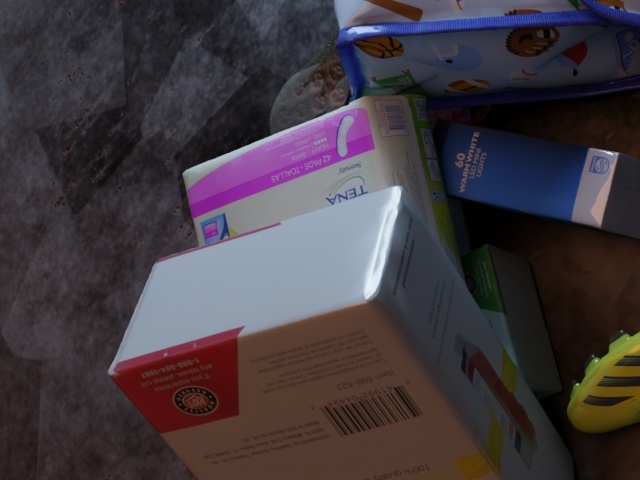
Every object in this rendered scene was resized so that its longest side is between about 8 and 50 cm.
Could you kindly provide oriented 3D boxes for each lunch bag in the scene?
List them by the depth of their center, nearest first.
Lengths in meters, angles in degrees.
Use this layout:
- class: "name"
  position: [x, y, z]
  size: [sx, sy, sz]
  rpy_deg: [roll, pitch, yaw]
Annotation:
- class: "lunch bag"
  position: [0.205, -0.317, 1.592]
  size: [0.385, 0.239, 0.327]
  rpy_deg: [-2, 73, 5]

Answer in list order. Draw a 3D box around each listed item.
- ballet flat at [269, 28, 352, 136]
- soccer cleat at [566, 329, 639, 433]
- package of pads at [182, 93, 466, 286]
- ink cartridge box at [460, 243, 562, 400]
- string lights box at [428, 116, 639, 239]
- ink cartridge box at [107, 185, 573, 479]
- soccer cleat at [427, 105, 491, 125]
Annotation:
- class: "ballet flat"
  position: [0.027, -0.204, 1.851]
  size: [0.084, 0.058, 0.250]
  rpy_deg: [40, 112, 16]
- class: "soccer cleat"
  position: [0.352, 0.117, 1.473]
  size: [0.289, 0.093, 0.121]
  rpy_deg: [-37, 65, 27]
- class: "package of pads"
  position: [0.000, 0.000, 1.637]
  size: [0.296, 0.101, 0.229]
  rpy_deg: [-20, 80, 42]
- class: "ink cartridge box"
  position: [0.127, 0.118, 1.657]
  size: [0.208, 0.087, 0.153]
  rpy_deg: [-26, 63, 32]
- class: "string lights box"
  position: [0.213, -0.063, 1.602]
  size: [0.260, 0.133, 0.076]
  rpy_deg: [14, 91, 41]
- class: "ink cartridge box"
  position: [0.034, 0.168, 1.499]
  size: [0.279, 0.384, 0.160]
  rpy_deg: [-17, 34, 26]
- class: "soccer cleat"
  position: [0.118, -0.137, 1.739]
  size: [0.248, 0.083, 0.095]
  rpy_deg: [-40, 61, 21]
